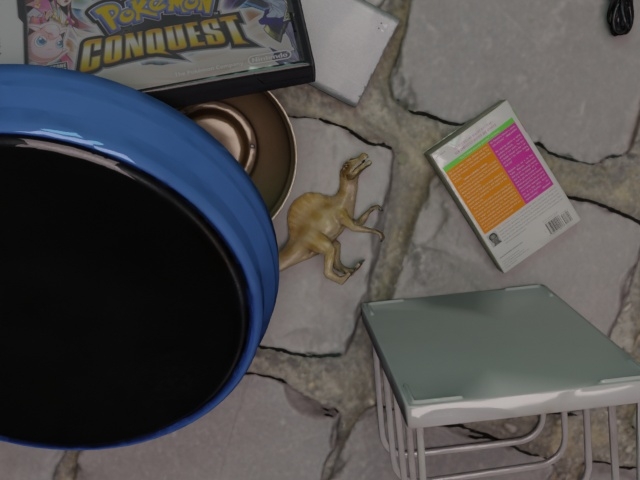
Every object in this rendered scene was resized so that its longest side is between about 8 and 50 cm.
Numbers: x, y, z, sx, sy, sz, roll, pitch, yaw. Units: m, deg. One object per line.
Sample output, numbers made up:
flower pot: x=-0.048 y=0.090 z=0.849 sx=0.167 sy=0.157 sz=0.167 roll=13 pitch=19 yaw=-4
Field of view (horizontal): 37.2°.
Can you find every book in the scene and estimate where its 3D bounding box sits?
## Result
book: x=0.182 y=-0.053 z=0.945 sx=0.096 sy=0.035 sz=0.144 roll=-34 pitch=101 yaw=-1

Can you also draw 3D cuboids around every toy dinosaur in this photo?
toy dinosaur: x=0.000 y=0.000 z=0.938 sx=0.092 sy=0.053 sz=0.183 roll=42 pitch=87 yaw=5

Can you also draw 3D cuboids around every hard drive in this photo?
hard drive: x=-0.005 y=-0.199 z=0.907 sx=0.135 sy=0.022 sz=0.094 roll=26 pitch=97 yaw=-8

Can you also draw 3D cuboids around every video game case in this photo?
video game case: x=-0.161 y=-0.224 z=0.821 sx=0.274 sy=0.035 sz=0.248 roll=-11 pitch=68 yaw=-2

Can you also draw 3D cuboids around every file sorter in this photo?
file sorter: x=0.155 y=0.164 z=0.857 sx=0.192 sy=0.278 sz=0.173 roll=-6 pitch=102 yaw=-3

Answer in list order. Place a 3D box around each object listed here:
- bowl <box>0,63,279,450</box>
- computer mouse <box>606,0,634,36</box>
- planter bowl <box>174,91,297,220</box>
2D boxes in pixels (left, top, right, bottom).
bowl: x=-0.232 y=0.039 z=0.813 sx=0.391 sy=0.077 sz=0.391 roll=0 pitch=129 yaw=0
computer mouse: x=0.370 y=-0.262 z=0.919 sx=0.192 sy=0.042 sz=0.106 roll=-7 pitch=96 yaw=2
planter bowl: x=-0.104 y=-0.080 z=0.877 sx=0.162 sy=0.109 sz=0.162 roll=-1 pitch=99 yaw=-4
